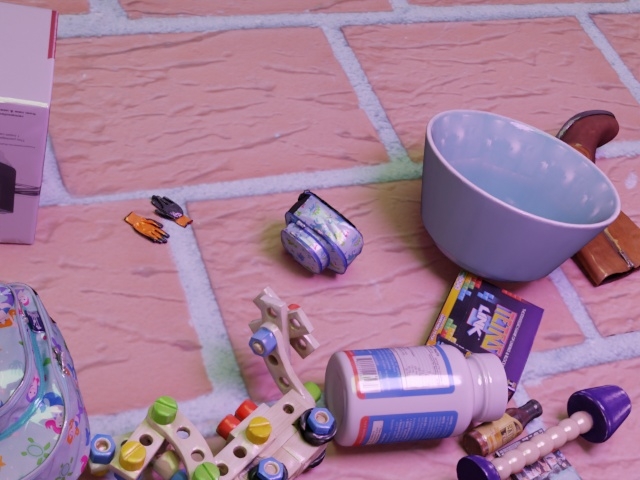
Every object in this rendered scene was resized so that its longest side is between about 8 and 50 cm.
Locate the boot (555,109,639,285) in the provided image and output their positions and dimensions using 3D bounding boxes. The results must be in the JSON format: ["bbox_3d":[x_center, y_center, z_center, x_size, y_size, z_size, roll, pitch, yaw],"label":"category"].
[{"bbox_3d":[0.475,-0.079,1.737,0.264,0.096,0.280,-22,60,-32],"label":"boot"}]

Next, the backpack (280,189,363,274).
[{"bbox_3d":[0.000,0.000,1.519,0.114,0.105,0.084,35,71,13],"label":"backpack"}]

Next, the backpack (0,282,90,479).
[{"bbox_3d":[-0.385,0.187,1.176,0.225,0.191,0.253,-22,66,-7],"label":"backpack"}]

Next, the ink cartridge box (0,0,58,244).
[{"bbox_3d":[-0.427,-0.154,1.406,0.114,0.273,0.197,6,48,-17],"label":"ink cartridge box"}]

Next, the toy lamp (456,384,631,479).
[{"bbox_3d":[0.304,0.263,1.378,0.274,0.080,0.080,-19,57,-30],"label":"toy lamp"}]

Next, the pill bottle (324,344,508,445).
[{"bbox_3d":[0.125,0.200,1.359,0.221,0.124,0.124,-1,50,-15],"label":"pill bottle"}]

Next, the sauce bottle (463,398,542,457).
[{"bbox_3d":[0.251,0.252,1.411,0.128,0.042,0.042,-25,61,-31],"label":"sauce bottle"}]

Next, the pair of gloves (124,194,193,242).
[{"bbox_3d":[-0.238,-0.032,1.533,0.074,0.010,0.083,35,48,14],"label":"pair of gloves"}]

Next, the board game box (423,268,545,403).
[{"bbox_3d":[0.234,0.138,1.503,0.141,0.048,0.170,25,47,7],"label":"board game box"}]

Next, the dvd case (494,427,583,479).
[{"bbox_3d":[0.301,0.316,1.391,0.087,0.013,0.119,-20,57,-30],"label":"dvd case"}]

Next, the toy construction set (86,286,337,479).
[{"bbox_3d":[-0.106,0.219,1.273,0.215,0.151,0.327,37,60,16],"label":"toy construction set"}]

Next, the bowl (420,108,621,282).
[{"bbox_3d":[0.276,-0.051,1.576,0.311,0.163,0.311,16,31,-10],"label":"bowl"}]
